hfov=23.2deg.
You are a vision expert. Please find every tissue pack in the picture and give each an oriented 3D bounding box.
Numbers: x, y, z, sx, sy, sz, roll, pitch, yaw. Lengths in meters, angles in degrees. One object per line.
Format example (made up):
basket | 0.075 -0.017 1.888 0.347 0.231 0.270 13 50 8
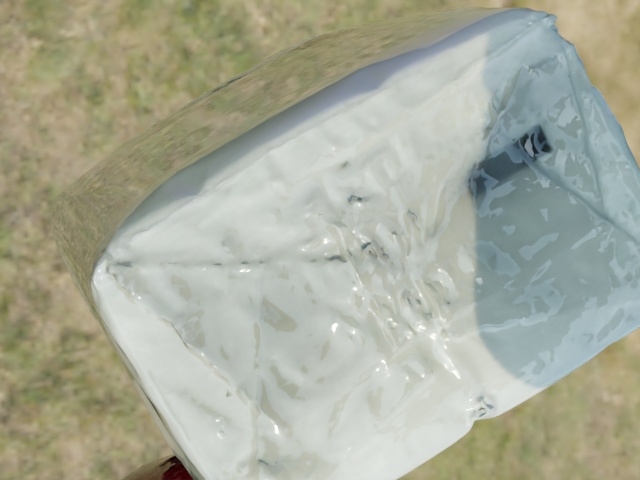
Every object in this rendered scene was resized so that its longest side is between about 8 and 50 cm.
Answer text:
tissue pack | 0.001 0.001 0.882 0.194 0.266 0.356 62 -8 -12

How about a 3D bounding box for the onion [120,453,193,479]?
onion | -0.041 0.183 0.961 0.283 0.227 0.120 27 61 -38
